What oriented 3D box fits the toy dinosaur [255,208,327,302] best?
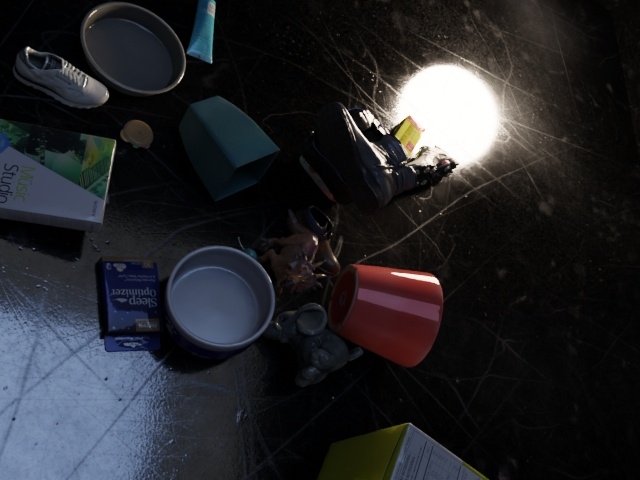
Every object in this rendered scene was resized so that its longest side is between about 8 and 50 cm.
[{"bbox_3d":[-0.059,0.043,1.863,0.127,0.200,0.295,44,46,-33],"label":"toy dinosaur"}]

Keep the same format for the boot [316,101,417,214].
[{"bbox_3d":[0.133,-0.257,1.980,0.223,0.118,0.338,-38,111,-40],"label":"boot"}]

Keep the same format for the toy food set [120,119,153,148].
[{"bbox_3d":[-0.482,-0.280,1.858,0.083,0.020,0.083,34,52,-18],"label":"toy food set"}]

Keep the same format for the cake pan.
[{"bbox_3d":[-0.516,-0.517,1.928,0.293,0.054,0.293,16,59,-28],"label":"cake pan"}]

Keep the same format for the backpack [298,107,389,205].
[{"bbox_3d":[0.089,-0.260,2.127,0.263,0.213,0.276,-42,102,-28],"label":"backpack"}]

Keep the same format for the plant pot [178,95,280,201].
[{"bbox_3d":[-0.266,-0.266,1.917,0.166,0.165,0.234,-29,78,-41],"label":"plant pot"}]

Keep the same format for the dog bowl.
[{"bbox_3d":[-0.251,0.152,1.718,0.265,0.104,0.264,10,60,-17],"label":"dog bowl"}]

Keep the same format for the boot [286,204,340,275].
[{"bbox_3d":[0.000,0.000,2.003,0.219,0.106,0.082,50,50,-4],"label":"boot"}]

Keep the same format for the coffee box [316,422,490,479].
[{"bbox_3d":[0.176,0.678,1.640,0.334,0.338,0.338,37,52,-14],"label":"coffee box"}]

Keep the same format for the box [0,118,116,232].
[{"bbox_3d":[-0.647,-0.153,1.606,0.322,0.058,0.232,9,62,-17],"label":"box"}]

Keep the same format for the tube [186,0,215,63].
[{"bbox_3d":[-0.352,-0.632,2.110,0.080,0.052,0.207,14,66,-24],"label":"tube"}]

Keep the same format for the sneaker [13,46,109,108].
[{"bbox_3d":[-0.641,-0.407,1.760,0.235,0.095,0.090,16,58,-30],"label":"sneaker"}]

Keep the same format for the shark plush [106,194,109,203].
[{"bbox_3d":[-0.563,-0.165,1.741,0.067,0.073,0.161,21,38,-55],"label":"shark plush"}]

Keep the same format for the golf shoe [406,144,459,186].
[{"bbox_3d":[0.350,-0.259,2.401,0.273,0.105,0.120,-14,61,-45],"label":"golf shoe"}]

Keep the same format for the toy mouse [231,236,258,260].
[{"bbox_3d":[-0.213,0.050,1.877,0.161,0.031,0.143,16,59,-28],"label":"toy mouse"}]

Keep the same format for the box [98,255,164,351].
[{"bbox_3d":[-0.446,0.148,1.663,0.137,0.036,0.225,3,68,-34],"label":"box"}]

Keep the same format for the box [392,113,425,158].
[{"bbox_3d":[0.275,-0.327,2.391,0.087,0.058,0.232,43,50,-9],"label":"box"}]

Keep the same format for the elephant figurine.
[{"bbox_3d":[-0.046,0.244,1.833,0.239,0.169,0.186,57,18,22],"label":"elephant figurine"}]

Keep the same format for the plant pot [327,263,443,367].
[{"bbox_3d":[0.166,0.190,1.947,0.243,0.275,0.274,17,58,-16],"label":"plant pot"}]
